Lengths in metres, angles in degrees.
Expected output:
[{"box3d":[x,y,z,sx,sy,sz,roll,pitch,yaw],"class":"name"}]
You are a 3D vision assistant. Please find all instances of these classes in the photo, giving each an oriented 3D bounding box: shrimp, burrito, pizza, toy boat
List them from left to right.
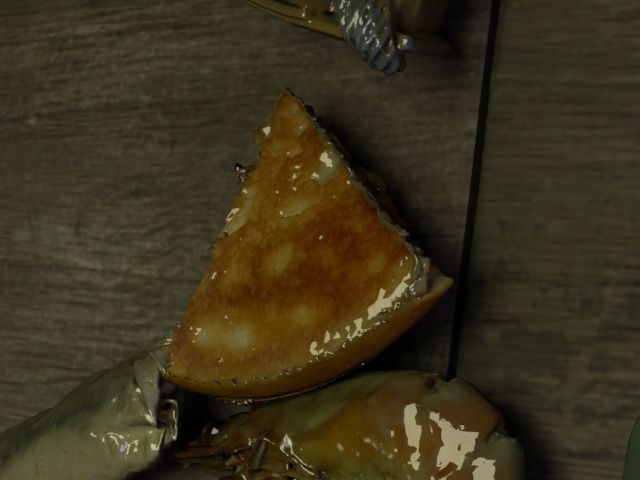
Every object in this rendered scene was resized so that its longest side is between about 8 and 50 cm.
[{"box3d":[-0.177,0.142,1.275,0.275,0.059,0.082,-31,34,36],"class":"burrito"},{"box3d":[-0.039,-0.189,1.195,0.321,0.121,0.089,32,107,42],"class":"toy boat"},{"box3d":[0.000,0.000,1.148,0.201,0.053,0.193,-14,60,38],"class":"pizza"},{"box3d":[0.010,0.141,1.115,0.267,0.061,0.145,5,92,40],"class":"shrimp"}]

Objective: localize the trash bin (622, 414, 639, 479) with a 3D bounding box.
[{"box3d":[0.301,0.153,0.731,0.343,0.223,0.158,8,93,45],"class":"trash bin"}]
